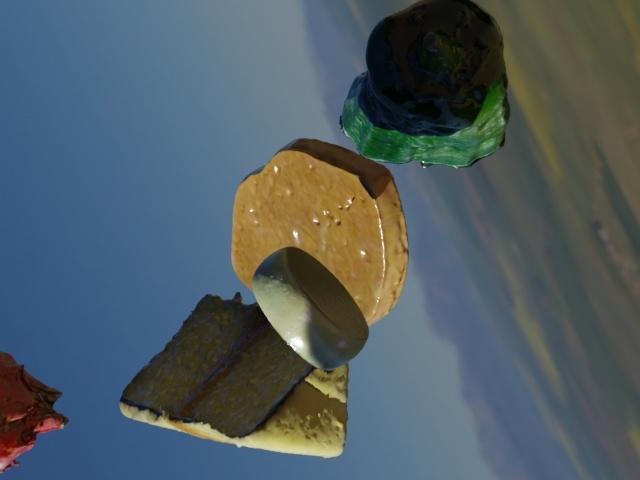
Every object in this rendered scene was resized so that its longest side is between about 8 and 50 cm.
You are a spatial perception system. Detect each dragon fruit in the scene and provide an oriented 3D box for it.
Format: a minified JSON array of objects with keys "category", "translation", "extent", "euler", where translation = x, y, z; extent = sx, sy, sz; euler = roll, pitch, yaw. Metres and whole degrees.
[{"category":"dragon fruit","translation":[-0.312,0.155,1.788],"extent":[0.153,0.111,0.153],"euler":[165,90,-82]}]

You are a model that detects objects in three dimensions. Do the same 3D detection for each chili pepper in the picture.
[{"category":"chili pepper","translation":[0.086,-0.118,1.404],"extent":[0.136,0.099,0.270],"euler":[26,169,5]}]

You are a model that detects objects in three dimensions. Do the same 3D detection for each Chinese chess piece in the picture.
[{"category":"Chinese chess piece","translation":[-0.007,0.043,1.136],"extent":[0.084,0.034,0.084],"euler":[45,-165,-16]}]

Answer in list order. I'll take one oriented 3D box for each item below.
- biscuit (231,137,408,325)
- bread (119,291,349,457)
[{"category":"biscuit","translation":[0.000,0.000,1.297],"extent":[0.142,0.029,0.221],"euler":[57,147,4]},{"category":"bread","translation":[-0.086,0.165,1.944],"extent":[0.266,0.178,0.142],"euler":[7,125,55]}]
